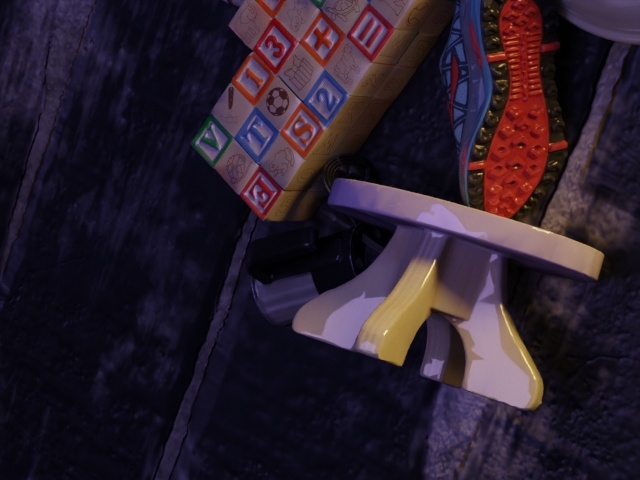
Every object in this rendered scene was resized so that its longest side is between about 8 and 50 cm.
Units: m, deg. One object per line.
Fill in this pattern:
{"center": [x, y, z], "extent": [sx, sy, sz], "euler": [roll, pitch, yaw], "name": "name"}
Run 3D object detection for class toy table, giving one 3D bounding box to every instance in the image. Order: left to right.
{"center": [0.113, 0.051, 1.712], "extent": [0.274, 0.252, 0.161], "euler": [16, 86, 35], "name": "toy table"}

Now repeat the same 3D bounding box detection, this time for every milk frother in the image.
{"center": [0.000, 0.000, 1.879], "extent": [0.134, 0.129, 0.143], "euler": [-16, 39, 34], "name": "milk frother"}

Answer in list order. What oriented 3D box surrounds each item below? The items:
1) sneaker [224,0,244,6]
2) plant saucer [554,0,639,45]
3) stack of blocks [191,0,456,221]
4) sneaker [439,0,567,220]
{"center": [-0.063, -0.338, 1.929], "extent": [0.084, 0.069, 0.185], "euler": [34, 116, 21], "name": "sneaker"}
{"center": [0.281, -0.376, 1.616], "extent": [0.400, 0.100, 0.401], "euler": [5, 97, 46], "name": "plant saucer"}
{"center": [-0.010, -0.185, 1.874], "extent": [0.171, 0.087, 0.297], "euler": [47, 116, 25], "name": "stack of blocks"}
{"center": [0.173, -0.148, 1.758], "extent": [0.125, 0.104, 0.262], "euler": [-139, 49, -64], "name": "sneaker"}
